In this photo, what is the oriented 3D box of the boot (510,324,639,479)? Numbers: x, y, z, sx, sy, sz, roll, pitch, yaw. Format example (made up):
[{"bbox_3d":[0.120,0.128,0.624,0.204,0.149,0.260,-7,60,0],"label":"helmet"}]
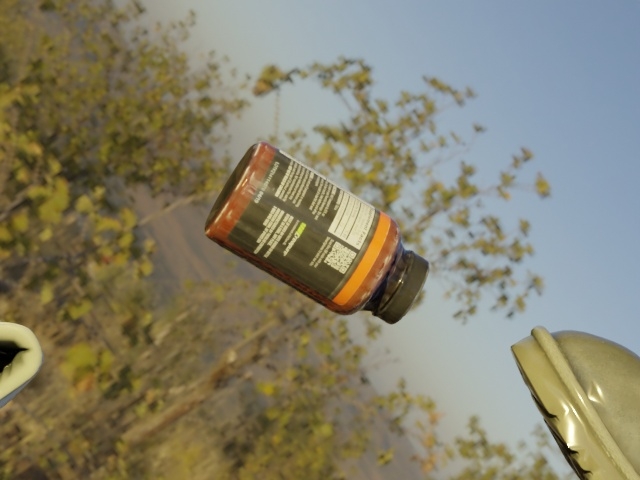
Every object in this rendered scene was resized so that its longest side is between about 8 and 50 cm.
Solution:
[{"bbox_3d":[0.191,0.046,0.374,0.190,0.208,0.076,49,5,1],"label":"boot"}]

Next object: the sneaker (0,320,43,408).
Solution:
[{"bbox_3d":[-0.356,0.123,0.881,0.146,0.330,0.122,-18,-85,51],"label":"sneaker"}]

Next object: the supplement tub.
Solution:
[{"bbox_3d":[0.000,0.000,1.105,0.198,0.106,0.106,32,3,-10],"label":"supplement tub"}]
